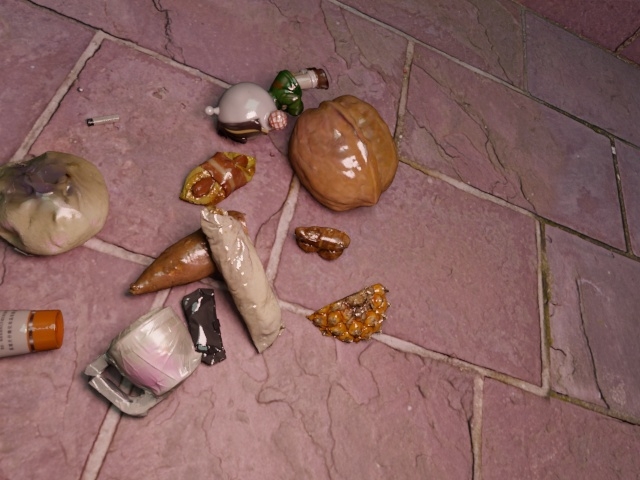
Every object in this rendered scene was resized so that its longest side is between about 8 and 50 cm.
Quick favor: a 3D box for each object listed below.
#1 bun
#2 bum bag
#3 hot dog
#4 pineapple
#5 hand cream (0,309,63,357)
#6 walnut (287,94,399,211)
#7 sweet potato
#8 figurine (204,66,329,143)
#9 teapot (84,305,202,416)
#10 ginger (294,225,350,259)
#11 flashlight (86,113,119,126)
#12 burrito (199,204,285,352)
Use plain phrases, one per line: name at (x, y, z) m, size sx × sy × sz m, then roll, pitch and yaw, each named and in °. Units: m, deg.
bun at (-0.629, -0.097, 1.143) m, size 0.272 × 0.168 × 0.273 m, roll 11°, pitch 53°, yaw -15°
bum bag at (-0.284, 0.206, 1.200) m, size 0.087 × 0.049 × 0.198 m, roll -4°, pitch 65°, yaw -30°
hot dog at (-0.275, -0.187, 1.380) m, size 0.123 × 0.093 × 0.261 m, roll 42°, pitch 56°, yaw 3°
pineapple at (0.119, 0.198, 1.314) m, size 0.249 × 0.164 × 0.140 m, roll -18°, pitch 80°, yaw -33°
hand cream at (-0.707, 0.199, 1.003) m, size 0.313 × 0.089 × 0.140 m, roll 2°, pitch 62°, yaw -18°
walnut at (0.074, -0.248, 1.451) m, size 0.306 × 0.306 × 0.344 m, roll -19°, pitch 71°, yaw -30°
sweet potato at (-0.316, 0.046, 1.222) m, size 0.131 × 0.131 × 0.336 m, roll 47°, pitch 56°, yaw 5°
figurine at (-0.155, -0.412, 1.456) m, size 0.369 × 0.167 × 0.281 m, roll -29°, pitch 33°, yaw -11°
teapot at (-0.374, 0.267, 1.064) m, size 0.221 × 0.163 × 0.178 m, roll -38°, pitch 90°, yaw -34°
ginger at (0.000, 0.000, 1.401) m, size 0.162 × 0.103 × 0.074 m, roll 15°, pitch 55°, yaw -5°
flashlight at (-0.605, -0.335, 1.361) m, size 0.083 × 0.018 × 0.018 m, roll -19°, pitch 75°, yaw -29°
burrito at (-0.185, 0.087, 1.200) m, size 0.117 × 0.076 × 0.392 m, roll -39°, pitch 114°, yaw -47°
